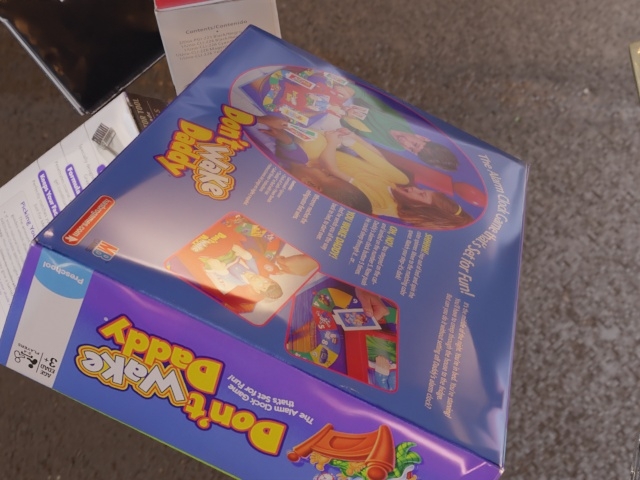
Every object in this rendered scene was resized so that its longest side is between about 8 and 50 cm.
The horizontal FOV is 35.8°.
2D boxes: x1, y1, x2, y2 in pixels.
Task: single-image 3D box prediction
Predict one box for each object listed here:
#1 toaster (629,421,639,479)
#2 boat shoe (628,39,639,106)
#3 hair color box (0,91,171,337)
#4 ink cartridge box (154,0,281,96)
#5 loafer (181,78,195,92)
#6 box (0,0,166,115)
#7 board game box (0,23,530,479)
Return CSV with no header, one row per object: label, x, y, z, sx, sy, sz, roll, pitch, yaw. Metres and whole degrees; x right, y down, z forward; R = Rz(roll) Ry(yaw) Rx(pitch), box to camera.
toaster,0.310,0.211,0.807,0.110,0.168,0.186,10,60,16
boat shoe,0.303,-0.069,0.744,0.302,0.103,0.113,29,52,-65
hair color box,-0.290,-0.009,1.206,0.110,0.339,0.185,1,62,-59
ink cartridge box,-0.133,-0.331,1.140,0.130,0.272,0.309,-11,56,-3
loafer,-0.085,-0.115,0.992,0.125,0.039,0.045,46,26,-26
box,-0.381,-0.503,1.579,0.480,0.297,0.472,51,9,-15
board game box,0.000,0.000,0.598,0.233,0.078,0.347,27,30,0
